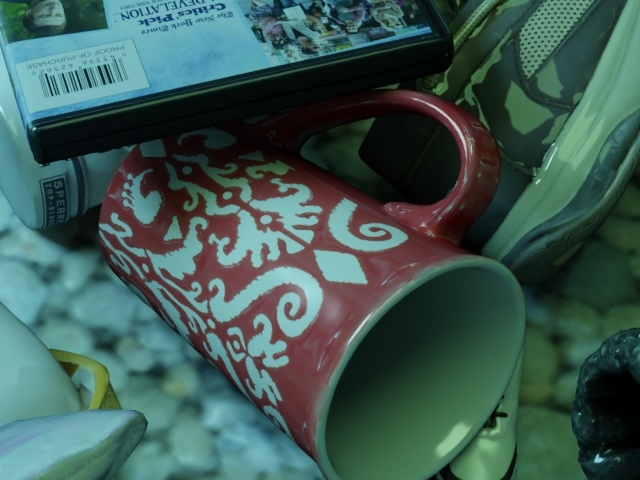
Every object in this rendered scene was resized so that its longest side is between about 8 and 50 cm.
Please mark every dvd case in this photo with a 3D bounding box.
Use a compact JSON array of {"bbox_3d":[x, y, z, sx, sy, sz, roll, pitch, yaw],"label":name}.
[{"bbox_3d":[-0.065,-0.139,0.838,0.180,0.022,0.253,-13,45,-11],"label":"dvd case"}]

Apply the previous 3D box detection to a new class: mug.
[{"bbox_3d":[0.002,0.007,0.800,0.150,0.113,0.169,-45,50,-13],"label":"mug"}]

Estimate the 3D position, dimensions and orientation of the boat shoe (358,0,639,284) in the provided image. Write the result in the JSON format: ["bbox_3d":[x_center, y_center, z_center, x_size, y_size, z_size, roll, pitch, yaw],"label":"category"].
[{"bbox_3d":[0.123,-0.147,0.899,0.130,0.132,0.355,28,56,-3],"label":"boat shoe"}]

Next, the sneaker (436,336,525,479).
[{"bbox_3d":[0.070,0.064,0.814,0.040,0.043,0.109,5,55,1],"label":"sneaker"}]

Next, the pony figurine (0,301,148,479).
[{"bbox_3d":[-0.163,0.086,0.659,0.363,0.303,0.351,48,33,13],"label":"pony figurine"}]

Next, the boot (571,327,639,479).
[{"bbox_3d":[0.203,0.011,0.758,0.260,0.131,0.348,-21,57,-15],"label":"boot"}]

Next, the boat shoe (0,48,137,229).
[{"bbox_3d":[-0.155,-0.127,0.927,0.088,0.096,0.267,-20,57,-19],"label":"boat shoe"}]
